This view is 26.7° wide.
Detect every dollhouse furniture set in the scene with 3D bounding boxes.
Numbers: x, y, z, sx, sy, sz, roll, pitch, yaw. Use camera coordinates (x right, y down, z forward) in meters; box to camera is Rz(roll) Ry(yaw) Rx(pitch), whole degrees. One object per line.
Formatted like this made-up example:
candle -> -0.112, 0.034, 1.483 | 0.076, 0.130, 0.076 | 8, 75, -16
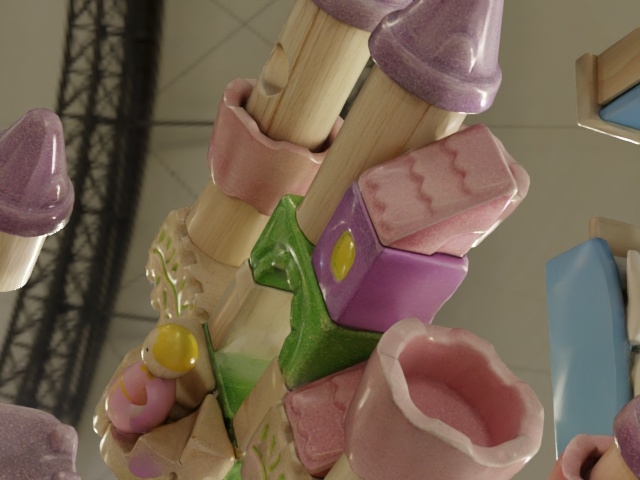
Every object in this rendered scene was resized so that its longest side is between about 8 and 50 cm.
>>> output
dollhouse furniture set -> 0.297, 0.021, 0.735 | 0.198, 0.286, 0.303 | -34, -132, 56

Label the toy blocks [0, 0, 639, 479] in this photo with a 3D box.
toy blocks -> 0.000, 0.000, 0.540 | 0.260, 0.308, 0.289 | -60, -148, 33
